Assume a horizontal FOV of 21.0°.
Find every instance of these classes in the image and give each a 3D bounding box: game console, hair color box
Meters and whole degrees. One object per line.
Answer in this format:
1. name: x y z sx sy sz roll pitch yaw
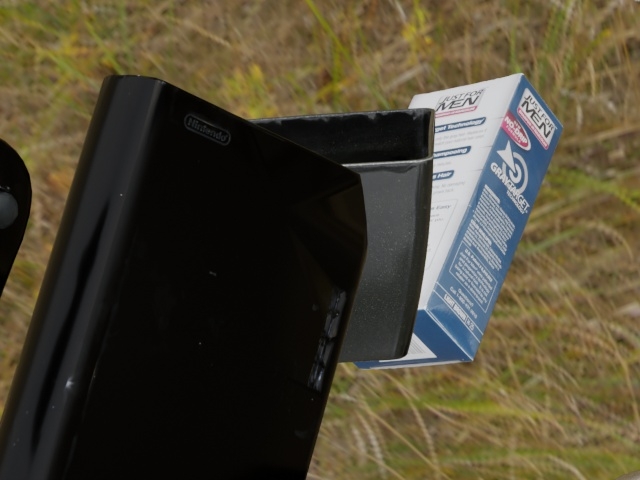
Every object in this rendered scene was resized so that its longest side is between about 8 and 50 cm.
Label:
1. game console: -0.132 0.027 0.593 0.044 0.361 0.213 6 78 47
2. hair color box: 0.140 -0.022 1.996 0.174 0.105 0.347 -8 47 42

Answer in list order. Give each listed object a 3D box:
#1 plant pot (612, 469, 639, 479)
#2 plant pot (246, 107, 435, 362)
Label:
1. plant pot: 0.410 0.361 1.681 0.323 0.280 0.323 3 74 -12
2. plant pot: 0.000 0.000 1.357 0.188 0.187 0.167 -3 105 5
